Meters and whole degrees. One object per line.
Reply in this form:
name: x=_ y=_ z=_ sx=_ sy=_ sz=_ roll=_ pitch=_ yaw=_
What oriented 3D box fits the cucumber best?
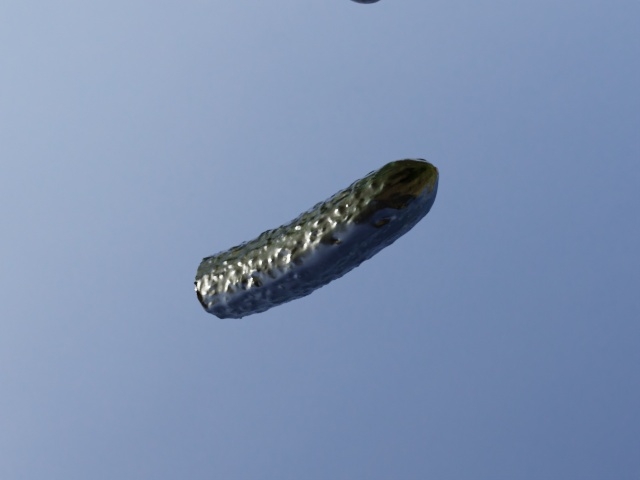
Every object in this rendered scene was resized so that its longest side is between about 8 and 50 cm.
cucumber: x=0.000 y=0.000 z=0.891 sx=0.052 sy=0.215 sz=0.058 roll=20 pitch=-123 yaw=-37

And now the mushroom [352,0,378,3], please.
mushroom: x=0.068 y=-0.248 z=0.983 sx=0.060 sy=0.061 sz=0.187 roll=20 pitch=-111 yaw=41
